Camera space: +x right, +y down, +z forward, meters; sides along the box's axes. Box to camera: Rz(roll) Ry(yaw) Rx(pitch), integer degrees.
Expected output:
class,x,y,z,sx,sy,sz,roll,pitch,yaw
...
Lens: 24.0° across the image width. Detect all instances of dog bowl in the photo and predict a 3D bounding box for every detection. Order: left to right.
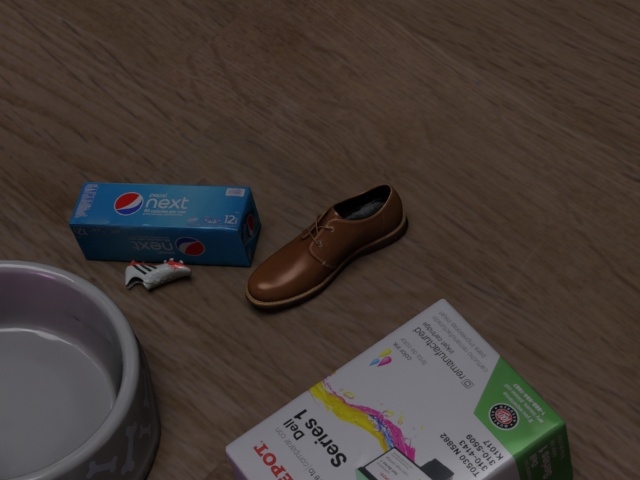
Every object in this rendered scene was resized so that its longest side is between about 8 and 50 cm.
class,x,y,z,sx,sy,sz,roll,pitch,yaw
dog bowl,-0.343,0.165,1.596,0.349,0.102,0.349,2,48,-2

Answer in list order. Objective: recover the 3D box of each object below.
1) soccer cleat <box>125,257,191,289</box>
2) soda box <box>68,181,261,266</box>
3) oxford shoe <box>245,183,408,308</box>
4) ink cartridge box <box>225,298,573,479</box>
class,x,y,z,sx,sy,sz,roll,pitch,yaw
soccer cleat,-0.190,0.041,1.752,0.083,0.029,0.035,1,61,18
soda box,-0.182,-0.020,1.769,0.210,0.071,0.067,3,52,15
oxford shoe,0.000,0.000,1.710,0.212,0.076,0.076,-34,54,-12
ink cartridge box,0.077,0.221,1.487,0.278,0.117,0.201,-33,52,-13
